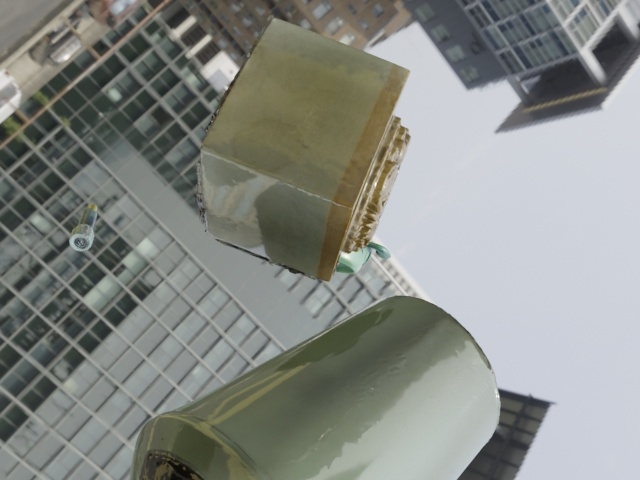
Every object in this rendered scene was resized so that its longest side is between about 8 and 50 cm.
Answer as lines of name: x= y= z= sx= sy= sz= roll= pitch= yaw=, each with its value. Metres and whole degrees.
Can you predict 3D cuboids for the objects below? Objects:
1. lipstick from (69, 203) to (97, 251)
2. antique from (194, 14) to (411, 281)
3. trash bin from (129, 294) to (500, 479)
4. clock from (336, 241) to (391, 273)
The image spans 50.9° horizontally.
lipstick: x=-0.392 y=-0.027 z=1.125 sx=0.037 sy=0.037 sz=0.116 roll=-37 pitch=-150 yaw=14
antique: x=-0.010 y=-0.066 z=0.561 sx=0.152 sy=0.148 sz=0.147 roll=104 pitch=7 yaw=-64
trash bin: x=-0.003 y=0.254 z=0.775 sx=0.432 sy=0.280 sz=0.280 roll=-26 pitch=-178 yaw=-43
clock: x=0.001 y=-0.001 z=0.938 sx=0.188 sy=0.148 sz=0.060 roll=7 pitch=-107 yaw=47
